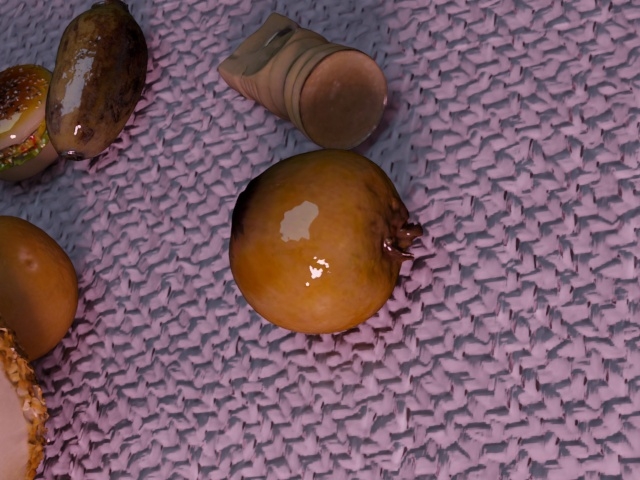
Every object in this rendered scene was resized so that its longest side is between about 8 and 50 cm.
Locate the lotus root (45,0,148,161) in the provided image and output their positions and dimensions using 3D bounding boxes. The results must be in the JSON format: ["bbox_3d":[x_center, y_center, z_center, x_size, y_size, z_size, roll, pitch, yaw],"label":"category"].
[{"bbox_3d":[-0.220,-0.160,1.491,0.080,0.089,0.179,-16,56,50],"label":"lotus root"}]

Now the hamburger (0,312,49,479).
[{"bbox_3d":[-0.364,0.132,1.260,0.294,0.276,0.179,-30,8,35],"label":"hamburger"}]

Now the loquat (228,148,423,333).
[{"bbox_3d":[0.000,0.000,1.193,0.163,0.137,0.163,-19,33,13],"label":"loquat"}]

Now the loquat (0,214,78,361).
[{"bbox_3d":[-0.291,0.046,1.366,0.141,0.141,0.141,-18,51,24],"label":"loquat"}]

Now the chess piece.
[{"bbox_3d":[-0.025,-0.152,1.363,0.090,0.090,0.200,-49,34,-4],"label":"chess piece"}]

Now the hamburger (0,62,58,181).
[{"bbox_3d":[-0.315,-0.119,1.533,0.126,0.081,0.141,-11,53,29],"label":"hamburger"}]
